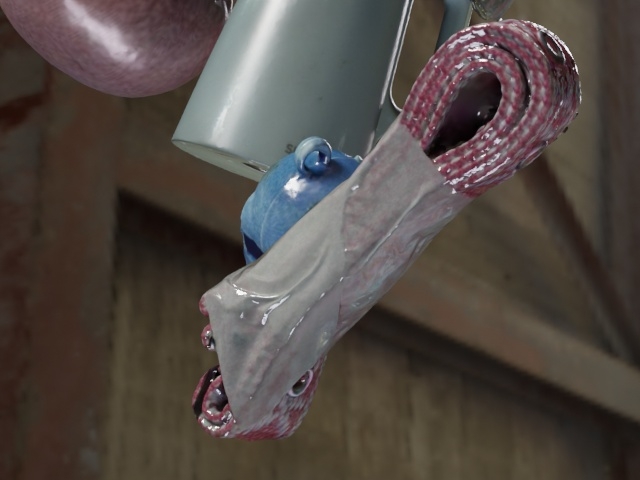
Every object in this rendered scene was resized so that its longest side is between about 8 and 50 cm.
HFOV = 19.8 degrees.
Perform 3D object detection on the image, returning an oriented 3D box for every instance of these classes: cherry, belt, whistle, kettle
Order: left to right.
[{"bbox_3d":[-0.194,-0.247,1.643,0.239,0.206,0.239,6,-108,-17],"label":"cherry"},{"bbox_3d":[0.000,0.000,1.101,0.158,0.090,0.090,83,-157,-44],"label":"whistle"},{"bbox_3d":[0.019,-0.154,1.510,0.210,0.160,0.243,23,-94,-18],"label":"kettle"},{"bbox_3d":[0.021,-0.006,0.806,0.071,0.232,0.053,46,-159,13],"label":"belt"}]

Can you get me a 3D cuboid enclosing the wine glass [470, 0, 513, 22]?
[{"bbox_3d":[0.194,-0.249,1.405,0.122,0.183,0.122,49,-149,-44],"label":"wine glass"}]
